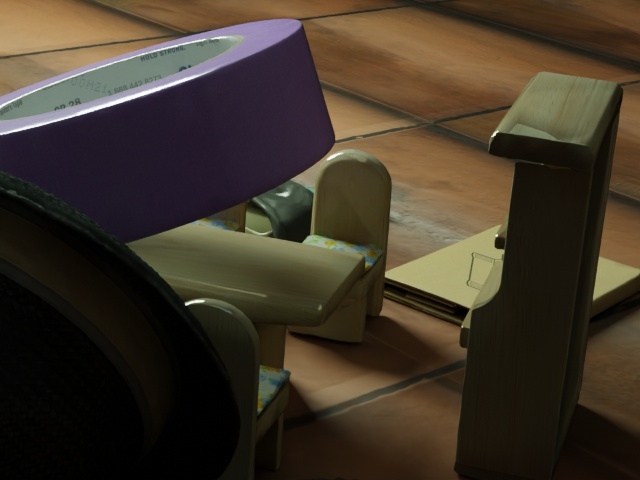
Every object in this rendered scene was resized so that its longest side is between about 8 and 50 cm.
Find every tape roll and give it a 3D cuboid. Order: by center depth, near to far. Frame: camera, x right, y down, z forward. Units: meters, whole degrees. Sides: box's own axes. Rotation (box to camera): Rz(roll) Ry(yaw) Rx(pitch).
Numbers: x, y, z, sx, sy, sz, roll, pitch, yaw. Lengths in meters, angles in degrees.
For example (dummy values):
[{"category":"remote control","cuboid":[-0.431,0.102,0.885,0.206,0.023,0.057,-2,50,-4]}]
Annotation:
[{"category":"tape roll","cuboid":[-0.132,-0.074,1.064,0.274,0.090,0.275,-15,16,4]}]

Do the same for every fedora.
[{"category":"fedora","cuboid":[-0.205,0.103,0.826,0.334,0.334,0.152,11,54,18]}]

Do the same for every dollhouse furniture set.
[{"category":"dollhouse furniture set","cuboid":[0.000,0.000,1.108,0.394,0.257,0.362,10,22,14]}]

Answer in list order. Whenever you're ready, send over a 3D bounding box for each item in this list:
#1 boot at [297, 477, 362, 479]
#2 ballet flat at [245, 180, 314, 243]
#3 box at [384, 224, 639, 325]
[{"category":"boot","cuboid":[-0.035,0.201,0.680,0.348,0.131,0.260,-10,14,-25]},{"category":"ballet flat","cuboid":[-0.122,-0.044,1.434,0.280,0.095,0.096,17,36,29]},{"category":"box","cuboid":[0.177,0.038,1.371,0.164,0.021,0.201,20,25,34]}]
